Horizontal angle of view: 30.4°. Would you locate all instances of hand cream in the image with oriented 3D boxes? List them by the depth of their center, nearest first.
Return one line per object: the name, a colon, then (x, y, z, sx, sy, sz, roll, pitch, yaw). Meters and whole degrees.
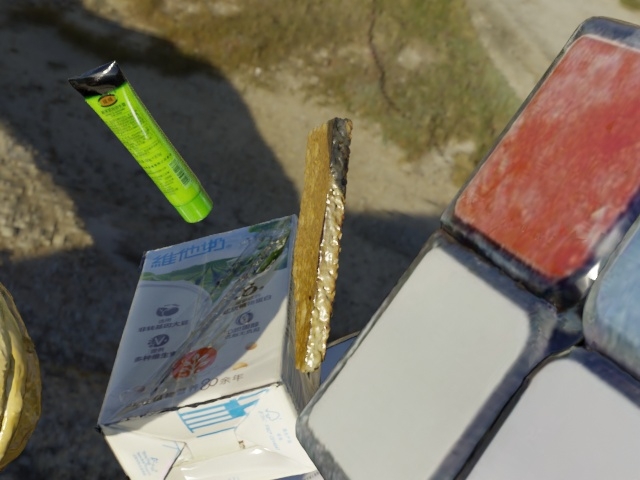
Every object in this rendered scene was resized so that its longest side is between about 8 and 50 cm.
hand cream: (-0.107, -0.060, 0.732, 0.122, 0.036, 0.023, 54, 33, -35)

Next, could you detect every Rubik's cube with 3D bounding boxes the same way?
Rubik's cube: (0.227, 0.108, 0.614, 0.318, 0.316, 0.313, 33, 5, -27)

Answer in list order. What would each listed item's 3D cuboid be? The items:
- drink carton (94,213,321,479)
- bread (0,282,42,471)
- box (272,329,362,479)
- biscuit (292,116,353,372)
drink carton: (-0.104, 0.122, 1.271, 0.194, 0.132, 0.324, -13, 31, 10)
bread: (-0.298, 0.103, 0.833, 0.120, 0.236, 0.198, 6, 52, -57)
box: (-0.038, 0.261, 1.695, 0.333, 0.145, 0.173, -17, 84, -49)
biscuit: (-0.003, 0.005, 1.118, 0.026, 0.236, 0.131, 7, -3, -10)
